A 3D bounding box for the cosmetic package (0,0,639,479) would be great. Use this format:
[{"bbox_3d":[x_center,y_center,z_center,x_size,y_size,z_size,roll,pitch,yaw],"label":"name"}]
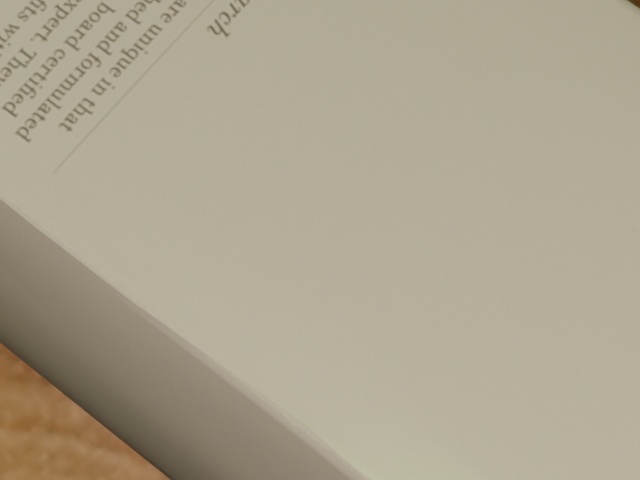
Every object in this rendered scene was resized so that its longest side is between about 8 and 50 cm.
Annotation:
[{"bbox_3d":[0.000,0.000,0.546,0.365,0.197,0.155,36,72,11],"label":"cosmetic package"}]
